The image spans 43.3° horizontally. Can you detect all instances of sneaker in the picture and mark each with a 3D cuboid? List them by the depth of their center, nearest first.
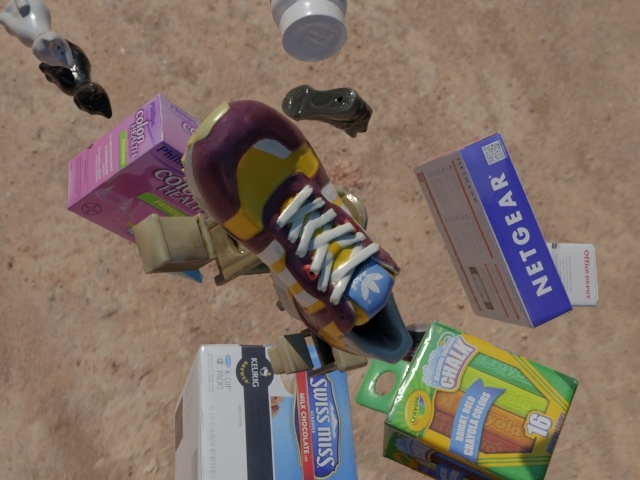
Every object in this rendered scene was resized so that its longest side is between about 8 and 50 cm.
[{"bbox_3d":[0.000,0.000,0.428,0.084,0.185,0.069,30,74,39],"label":"sneaker"},{"bbox_3d":[0.021,-0.275,1.740,0.130,0.228,0.087,32,73,-45],"label":"sneaker"}]

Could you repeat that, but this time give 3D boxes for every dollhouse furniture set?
[{"bbox_3d":[-0.034,0.040,0.673,0.182,0.101,0.160,-3,69,-52],"label":"dollhouse furniture set"}]

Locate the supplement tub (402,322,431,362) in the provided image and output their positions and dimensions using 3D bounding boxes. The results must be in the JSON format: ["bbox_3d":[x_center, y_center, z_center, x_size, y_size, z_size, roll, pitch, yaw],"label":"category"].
[{"bbox_3d":[0.203,0.263,1.565,0.106,0.106,0.197,-8,97,-20],"label":"supplement tub"}]

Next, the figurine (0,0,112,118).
[{"bbox_3d":[-0.480,-0.337,1.486,0.092,0.215,0.209,-40,53,-7],"label":"figurine"}]

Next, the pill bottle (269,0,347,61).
[{"bbox_3d":[-0.023,-0.399,1.281,0.121,0.121,0.221,1,57,-16],"label":"pill bottle"}]

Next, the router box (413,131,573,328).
[{"bbox_3d":[0.308,-0.014,1.497,0.082,0.301,0.335,-24,93,-8],"label":"router box"}]

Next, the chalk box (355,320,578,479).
[{"bbox_3d":[0.198,0.252,1.192,0.289,0.179,0.180,21,63,14],"label":"chalk box"}]

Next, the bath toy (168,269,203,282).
[{"bbox_3d":[-0.242,-0.086,1.730,0.151,0.129,0.348,36,71,-48],"label":"bath toy"}]

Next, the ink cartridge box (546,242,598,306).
[{"bbox_3d":[0.498,0.079,1.767,0.191,0.082,0.139,2,80,-10],"label":"ink cartridge box"}]

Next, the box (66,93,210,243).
[{"bbox_3d":[-0.297,-0.112,1.466,0.214,0.243,0.117,33,35,-45],"label":"box"}]

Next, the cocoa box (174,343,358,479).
[{"bbox_3d":[-0.102,0.326,1.288,0.228,0.347,0.231,3,63,-16],"label":"cocoa box"}]
